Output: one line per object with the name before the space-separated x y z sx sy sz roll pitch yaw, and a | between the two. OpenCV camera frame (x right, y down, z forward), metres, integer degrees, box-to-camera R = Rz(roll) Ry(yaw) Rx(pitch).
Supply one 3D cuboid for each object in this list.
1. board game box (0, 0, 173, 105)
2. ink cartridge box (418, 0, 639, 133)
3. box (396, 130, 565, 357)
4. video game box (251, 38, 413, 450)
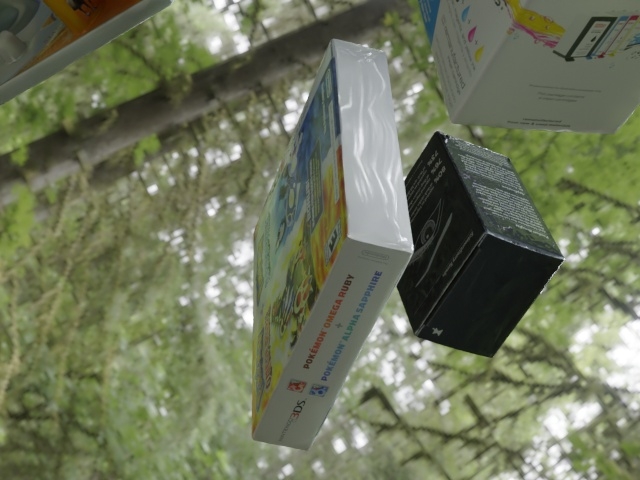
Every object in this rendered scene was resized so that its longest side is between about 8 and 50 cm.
board game box | -0.251 -0.195 0.778 0.050 0.390 0.390 48 26 -39
ink cartridge box | 0.207 -0.226 0.980 0.233 0.168 0.171 119 -33 -52
box | 0.160 0.003 1.328 0.153 0.108 0.207 -58 -152 29
video game box | 0.000 0.000 0.782 0.205 0.048 0.187 -93 -161 -48
